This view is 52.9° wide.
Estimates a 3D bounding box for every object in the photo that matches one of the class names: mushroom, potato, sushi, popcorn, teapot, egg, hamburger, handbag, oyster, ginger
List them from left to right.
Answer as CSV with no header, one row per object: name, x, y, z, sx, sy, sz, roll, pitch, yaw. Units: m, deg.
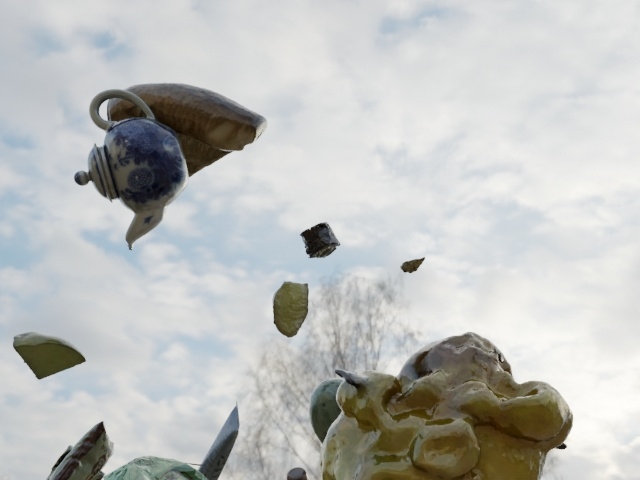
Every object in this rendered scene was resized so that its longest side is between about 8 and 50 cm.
potato,-0.637,0.243,1.511,0.120,0.081,0.149,-21,-42,-12
handbag,-0.657,0.626,1.766,0.127,0.235,0.213,30,-31,5
teapot,-0.497,-0.190,1.674,0.280,0.424,0.252,-14,-2,-15
hamburger,-0.317,0.504,1.237,0.260,0.276,0.150,26,-64,23
mushroom,-0.359,-0.349,1.826,0.397,0.224,0.313,-15,-57,28
ginger,-0.112,0.238,2.125,0.115,0.193,0.122,15,-31,-14
sushi,0.000,0.000,1.788,0.094,0.084,0.098,-34,-16,25
egg,0.063,0.445,1.607,0.169,0.169,0.236,-14,-61,21
oyster,0.275,0.076,1.885,0.081,0.038,0.083,-22,-14,8
popcorn,0.120,0.247,0.786,0.281,0.316,0.297,46,-14,-17

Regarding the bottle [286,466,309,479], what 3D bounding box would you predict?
bottle,-0.043,0.618,1.556,0.053,0.053,0.140,-9,-72,15

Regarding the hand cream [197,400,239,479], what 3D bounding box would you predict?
hand cream,-0.254,0.531,1.600,0.058,0.091,0.271,20,-70,-18
